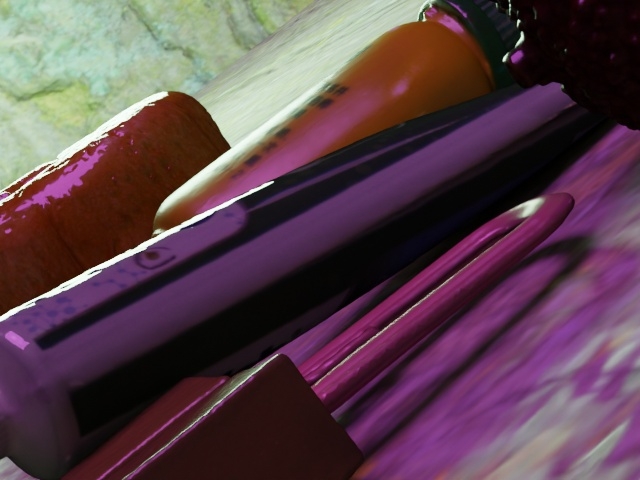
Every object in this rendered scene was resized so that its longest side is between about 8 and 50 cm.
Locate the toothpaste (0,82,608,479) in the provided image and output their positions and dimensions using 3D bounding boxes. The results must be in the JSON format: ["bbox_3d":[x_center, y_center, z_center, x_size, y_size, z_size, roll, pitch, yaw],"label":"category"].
[{"bbox_3d":[0.000,0.000,0.657,0.392,0.061,0.099,-28,4,-34],"label":"toothpaste"}]

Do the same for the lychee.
[{"bbox_3d":[0.121,-0.098,0.591,0.129,0.123,0.123,-45,13,-21],"label":"lychee"}]

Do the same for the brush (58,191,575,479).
[{"bbox_3d":[-0.004,0.047,0.545,0.233,0.047,0.103,-39,7,-22],"label":"brush"}]

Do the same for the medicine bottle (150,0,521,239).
[{"bbox_3d":[0.049,-0.071,0.826,0.309,0.076,0.111,-40,13,-17],"label":"medicine bottle"}]

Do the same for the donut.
[{"bbox_3d":[-0.139,0.002,1.012,0.227,0.113,0.226,-34,9,6],"label":"donut"}]
